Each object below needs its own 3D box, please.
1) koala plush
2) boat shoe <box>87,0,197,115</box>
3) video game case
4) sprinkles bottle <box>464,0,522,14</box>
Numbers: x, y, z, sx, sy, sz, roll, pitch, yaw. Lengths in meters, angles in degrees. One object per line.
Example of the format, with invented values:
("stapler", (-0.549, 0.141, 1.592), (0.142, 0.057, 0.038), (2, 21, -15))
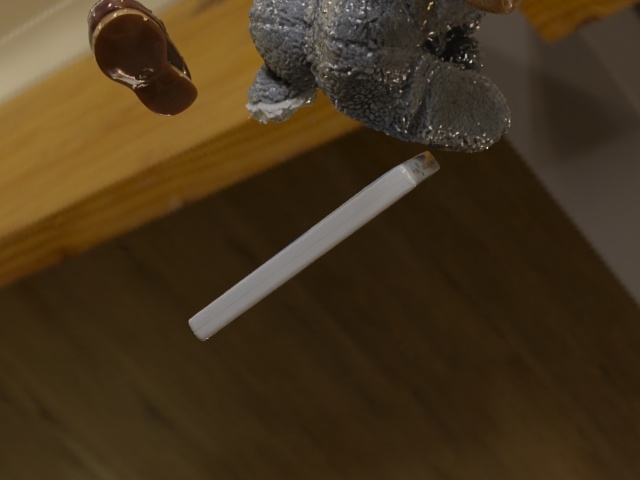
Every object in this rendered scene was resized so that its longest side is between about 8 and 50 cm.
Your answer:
("koala plush", (0.023, -0.177, 1.385), (0.221, 0.203, 0.196), (16, -74, 42))
("boat shoe", (-0.184, -0.191, 1.629), (0.073, 0.073, 0.207), (-27, -22, 1))
("video game case", (0.000, 0.000, 1.360), (0.212, 0.193, 0.023), (-36, -91, 11))
("sprinkles bottle", (0.215, -0.327, 1.223), (0.121, 0.355, 0.121), (43, -9, 9))
